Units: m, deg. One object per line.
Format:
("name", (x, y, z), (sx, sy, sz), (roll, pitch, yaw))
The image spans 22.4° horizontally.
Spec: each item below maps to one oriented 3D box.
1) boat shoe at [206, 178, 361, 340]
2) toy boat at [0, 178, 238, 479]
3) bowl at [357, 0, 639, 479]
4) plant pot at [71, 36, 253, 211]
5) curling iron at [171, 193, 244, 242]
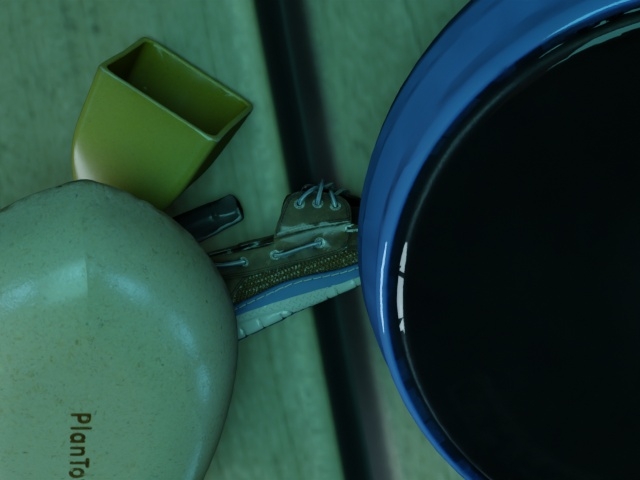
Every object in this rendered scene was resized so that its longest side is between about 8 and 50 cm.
("boat shoe", (0.000, 0.000, 0.969), (0.183, 0.066, 0.066), (-26, 94, 12))
("toy boat", (-0.208, 0.060, 0.944), (0.318, 0.148, 0.267), (6, 126, -13))
("bowl", (0.213, 0.016, 0.870), (0.391, 0.077, 0.391), (2, 121, 4))
("plant pot", (-0.103, -0.059, 0.969), (0.081, 0.081, 0.083), (33, 113, 1))
("curling iron", (-0.178, 0.022, 1.014), (0.274, 0.035, 0.068), (-16, 98, 11))
